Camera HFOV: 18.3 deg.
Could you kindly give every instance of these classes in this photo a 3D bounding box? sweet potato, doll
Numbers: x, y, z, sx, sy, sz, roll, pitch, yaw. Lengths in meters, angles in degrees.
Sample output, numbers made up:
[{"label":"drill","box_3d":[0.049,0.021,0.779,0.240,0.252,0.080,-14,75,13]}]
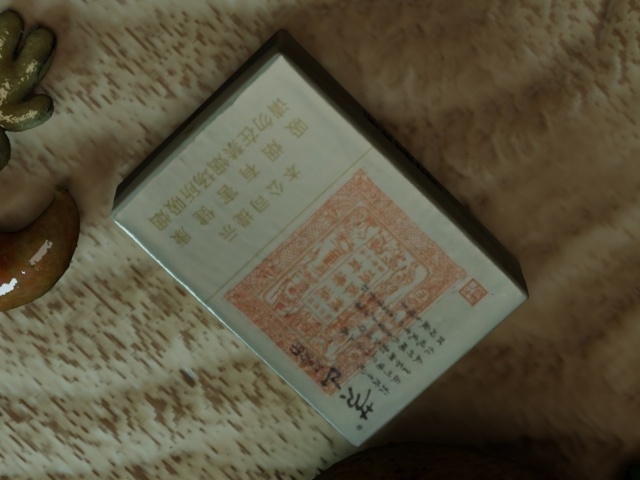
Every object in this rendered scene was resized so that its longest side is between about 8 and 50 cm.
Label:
[{"label":"sweet potato","box_3d":[-0.224,0.031,1.129,0.202,0.058,0.055,-24,87,9]},{"label":"doll","box_3d":[-0.179,-0.076,1.093,0.061,0.051,0.093,28,106,-3]}]

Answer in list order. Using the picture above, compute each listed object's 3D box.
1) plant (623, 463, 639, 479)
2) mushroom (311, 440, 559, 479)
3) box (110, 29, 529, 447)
[{"label":"plant","box_3d":[0.181,0.160,1.179,0.102,0.051,0.051,-18,109,12]},{"label":"mushroom","box_3d":[0.078,0.282,1.116,0.345,0.345,0.239,-45,146,14]},{"label":"box","box_3d":[0.000,0.000,1.117,0.141,0.058,0.201,-42,105,13]}]
